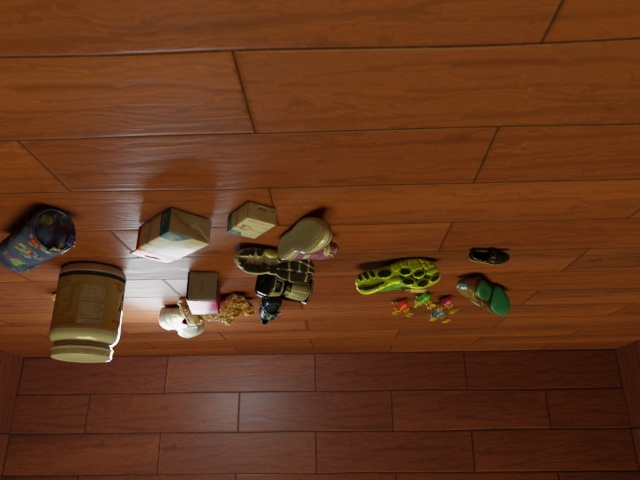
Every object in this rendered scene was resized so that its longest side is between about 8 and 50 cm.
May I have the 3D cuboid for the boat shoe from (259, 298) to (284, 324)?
[{"bbox_3d":[-0.213,0.309,2.376,0.109,0.089,0.258,2,159,-7],"label":"boat shoe"}]

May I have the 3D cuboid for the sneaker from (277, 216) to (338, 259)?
[{"bbox_3d":[0.000,-0.001,1.580,0.161,0.102,0.282,6,169,-25],"label":"sneaker"}]

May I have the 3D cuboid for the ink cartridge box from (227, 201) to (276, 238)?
[{"bbox_3d":[-0.188,-0.054,1.483,0.089,0.052,0.122,14,154,-32],"label":"ink cartridge box"}]

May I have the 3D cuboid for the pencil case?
[{"bbox_3d":[-0.794,0.007,1.530,0.306,0.119,0.133,-19,130,41],"label":"pencil case"}]

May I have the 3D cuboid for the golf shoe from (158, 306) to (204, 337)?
[{"bbox_3d":[-0.610,0.379,2.527,0.140,0.115,0.306,-12,157,19],"label":"golf shoe"}]

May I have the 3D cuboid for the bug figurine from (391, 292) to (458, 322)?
[{"bbox_3d":[0.459,0.288,2.364,0.279,0.072,0.216,14,149,-21],"label":"bug figurine"}]

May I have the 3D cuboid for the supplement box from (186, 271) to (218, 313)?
[{"bbox_3d":[-0.440,0.202,2.063,0.114,0.111,0.220,2,160,-8],"label":"supplement box"}]

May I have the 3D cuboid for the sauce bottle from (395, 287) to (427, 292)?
[{"bbox_3d":[0.352,0.184,2.134,0.128,0.042,0.042,2,159,-1],"label":"sauce bottle"}]

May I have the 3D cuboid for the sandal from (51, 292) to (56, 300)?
[{"bbox_3d":[-0.972,0.259,2.248,0.265,0.076,0.102,3,158,-9],"label":"sandal"}]

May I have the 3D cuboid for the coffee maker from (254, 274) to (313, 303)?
[{"bbox_3d":[-0.143,0.168,1.970,0.178,0.120,0.171,15,155,-33],"label":"coffee maker"}]

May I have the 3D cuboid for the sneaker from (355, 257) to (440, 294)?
[{"bbox_3d":[0.271,0.121,1.918,0.296,0.109,0.123,-8,-179,15],"label":"sneaker"}]

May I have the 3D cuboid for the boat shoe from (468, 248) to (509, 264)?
[{"bbox_3d":[0.554,0.052,1.781,0.133,0.048,0.042,4,167,0],"label":"boat shoe"}]

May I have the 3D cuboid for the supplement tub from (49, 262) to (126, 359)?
[{"bbox_3d":[-0.813,0.256,1.908,0.228,0.316,0.228,0,159,0],"label":"supplement tub"}]

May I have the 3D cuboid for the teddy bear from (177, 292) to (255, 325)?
[{"bbox_3d":[-0.444,0.298,2.316,0.338,0.113,0.245,0,157,-1],"label":"teddy bear"}]

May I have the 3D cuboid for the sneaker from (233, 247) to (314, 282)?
[{"bbox_3d":[-0.150,0.071,1.788,0.275,0.107,0.110,13,175,-21],"label":"sneaker"}]

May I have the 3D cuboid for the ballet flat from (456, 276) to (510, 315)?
[{"bbox_3d":[0.634,0.216,2.152,0.124,0.116,0.342,8,169,42],"label":"ballet flat"}]

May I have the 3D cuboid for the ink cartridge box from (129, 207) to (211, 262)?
[{"bbox_3d":[-0.433,-0.009,1.560,0.134,0.078,0.231,20,151,-41],"label":"ink cartridge box"}]
